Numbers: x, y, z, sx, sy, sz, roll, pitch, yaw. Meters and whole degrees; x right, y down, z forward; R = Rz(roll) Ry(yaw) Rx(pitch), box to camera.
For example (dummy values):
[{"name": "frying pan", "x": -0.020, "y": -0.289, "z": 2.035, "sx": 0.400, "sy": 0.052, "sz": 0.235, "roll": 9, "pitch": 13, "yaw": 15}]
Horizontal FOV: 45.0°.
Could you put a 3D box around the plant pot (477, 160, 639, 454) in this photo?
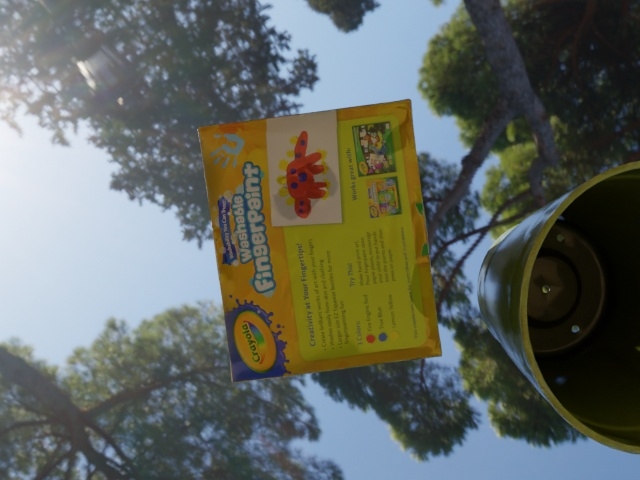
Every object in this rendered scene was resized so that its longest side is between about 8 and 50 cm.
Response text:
[{"name": "plant pot", "x": 0.399, "y": 0.081, "z": 1.125, "sx": 0.366, "sy": 0.366, "sz": 0.353, "roll": -41, "pitch": -175, "yaw": -5}]

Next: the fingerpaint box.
[{"name": "fingerpaint box", "x": 0.000, "y": 0.000, "z": 1.383, "sx": 0.371, "sy": 0.163, "sz": 0.445, "roll": -8, "pitch": -88, "yaw": 1}]
